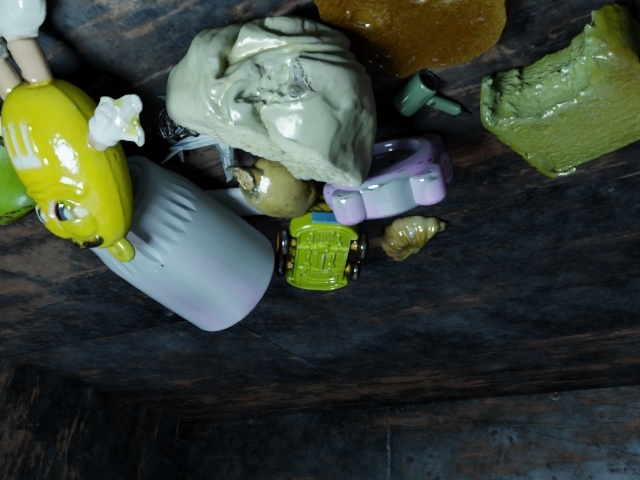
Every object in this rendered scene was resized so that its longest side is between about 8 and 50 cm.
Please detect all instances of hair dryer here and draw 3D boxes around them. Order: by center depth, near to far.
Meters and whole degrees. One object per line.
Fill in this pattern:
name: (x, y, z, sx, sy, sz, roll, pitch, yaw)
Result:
hair dryer: (0.203, -0.233, 1.039, 0.150, 0.047, 0.071, 14, 149, -29)

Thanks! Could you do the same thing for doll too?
doll: (-0.412, -0.188, 0.953, 0.423, 0.161, 0.348, 45, 136, 5)

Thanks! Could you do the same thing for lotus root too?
lotus root: (-0.093, -0.107, 1.212, 0.125, 0.118, 0.221, -43, 148, 20)

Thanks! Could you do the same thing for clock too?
clock: (0.115, -0.108, 1.058, 0.228, 0.248, 0.090, -15, 111, 10)

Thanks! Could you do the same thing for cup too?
cup: (-0.294, 0.012, 1.269, 0.253, 0.253, 0.371, -16, 142, 32)

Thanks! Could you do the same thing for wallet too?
wallet: (-0.172, -0.086, 1.358, 0.190, 0.033, 0.095, -3, 152, 13)

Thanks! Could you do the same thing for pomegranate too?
pomegranate: (-0.597, -0.138, 1.177, 0.231, 0.231, 0.286, -10, 176, 25)

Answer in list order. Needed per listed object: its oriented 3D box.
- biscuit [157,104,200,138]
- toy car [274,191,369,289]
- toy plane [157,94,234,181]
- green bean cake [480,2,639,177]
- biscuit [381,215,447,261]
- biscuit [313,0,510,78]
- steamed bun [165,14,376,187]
biscuit: (-0.249, -0.210, 1.092, 0.087, 0.027, 0.089, 31, 124, -4)
toy car: (0.000, 0.000, 1.378, 0.200, 0.142, 0.248, 6, 141, -7)
toy plane: (-0.206, -0.195, 1.144, 0.226, 0.058, 0.226, -15, 134, 24)
green bean cake: (0.391, -0.227, 0.937, 0.233, 0.124, 0.236, 26, 144, -35)
biscuit: (0.204, -0.001, 1.433, 0.118, 0.061, 0.183, 18, 148, -20)
biscuit: (0.126, -0.339, 0.851, 0.257, 0.049, 0.273, -14, 145, 34)
steamed bun: (-0.055, -0.221, 0.915, 0.320, 0.206, 0.275, 20, 179, -21)
